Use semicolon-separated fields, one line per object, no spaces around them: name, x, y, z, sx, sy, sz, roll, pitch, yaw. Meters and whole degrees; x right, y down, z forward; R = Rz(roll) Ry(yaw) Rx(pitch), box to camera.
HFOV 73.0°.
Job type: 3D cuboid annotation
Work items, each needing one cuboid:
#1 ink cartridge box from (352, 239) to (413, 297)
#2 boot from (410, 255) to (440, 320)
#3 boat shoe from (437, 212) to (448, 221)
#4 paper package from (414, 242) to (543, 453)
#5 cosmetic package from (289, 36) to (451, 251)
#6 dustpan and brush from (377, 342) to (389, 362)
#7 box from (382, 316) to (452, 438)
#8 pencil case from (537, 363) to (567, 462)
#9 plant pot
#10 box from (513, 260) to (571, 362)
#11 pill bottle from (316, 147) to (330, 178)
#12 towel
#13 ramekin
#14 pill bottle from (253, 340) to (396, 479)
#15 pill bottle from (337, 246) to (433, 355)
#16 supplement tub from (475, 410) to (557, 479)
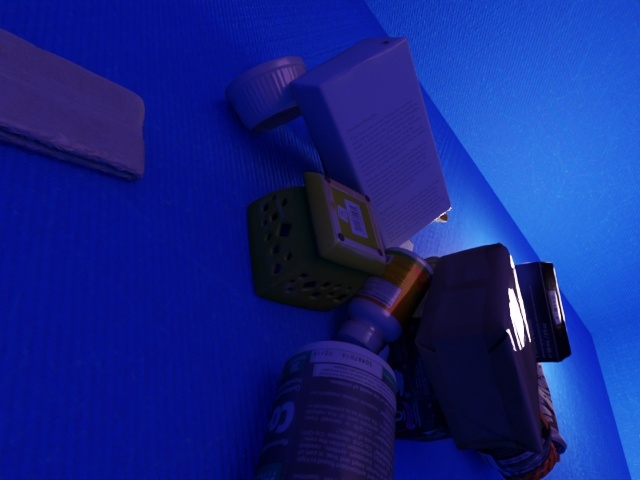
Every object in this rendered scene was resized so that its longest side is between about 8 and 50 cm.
ink cartridge box;0.172;0.059;1.228;0.175;0.069;0.370;48;37;-14
boot;0.276;0.157;1.253;0.076;0.189;0.208;23;66;-9
boat shoe;0.461;-0.116;1.779;0.153;0.048;0.056;24;69;-32
paper package;0.351;0.220;0.925;0.309;0.168;0.325;66;30;-18
cosmetic package;0.135;-0.216;1.045;0.161;0.230;0.452;37;-22;54
dustpan and brush;0.095;0.330;0.891;0.060;0.147;0.211;33;60;25
box;0.240;0.334;1.026;0.163;0.142;0.247;28;46;-40
pencil case;0.704;0.520;1.474;0.184;0.160;0.410;29;40;-15
plant pot;0.000;0.000;0.919;0.227;0.207;0.228;20;48;-43
box;0.593;0.235;1.382;0.183;0.294;0.295;6;73;-49
pill bottle;0.066;-0.288;1.183;0.169;0.170;0.301;-65;142;-52
towel;-0.415;-0.210;0.686;0.282;0.049;0.186;19;51;-46
ramekin;-0.116;-0.348;1.058;0.207;0.207;0.108;-31;100;-57
pill bottle;0.006;0.352;0.645;0.204;0.204;0.360;43;35;-23
pill bottle;0.146;0.145;0.994;0.136;0.136;0.245;47;64;-18
supplement tub;0.473;0.461;1.171;0.337;0.207;0.207;57;33;-2
